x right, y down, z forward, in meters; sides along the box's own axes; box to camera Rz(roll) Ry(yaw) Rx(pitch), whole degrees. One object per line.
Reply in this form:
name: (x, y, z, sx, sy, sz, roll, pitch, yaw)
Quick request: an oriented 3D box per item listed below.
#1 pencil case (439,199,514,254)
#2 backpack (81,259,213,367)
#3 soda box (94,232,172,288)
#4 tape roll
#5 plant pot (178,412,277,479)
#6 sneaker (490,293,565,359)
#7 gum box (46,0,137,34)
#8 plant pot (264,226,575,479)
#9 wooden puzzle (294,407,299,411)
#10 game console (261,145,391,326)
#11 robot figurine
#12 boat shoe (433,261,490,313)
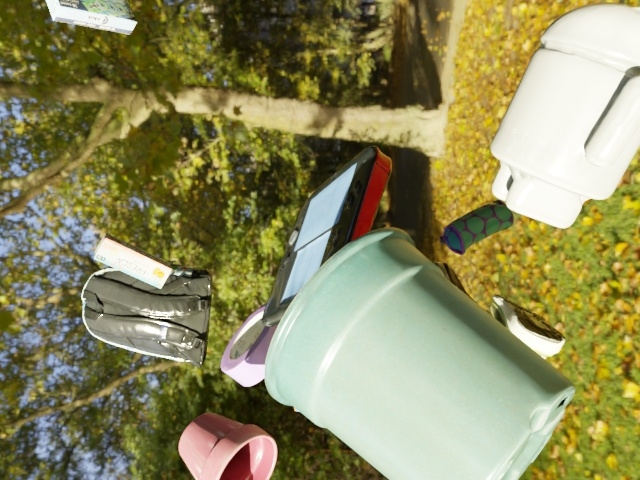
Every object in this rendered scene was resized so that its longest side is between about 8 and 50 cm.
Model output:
pencil case: (0.314, -0.026, 1.117, 0.064, 0.151, 0.070, 26, 135, 53)
backpack: (-0.498, 0.190, 1.618, 0.273, 0.355, 0.290, -133, 48, -74)
soda box: (-0.471, 0.052, 1.415, 0.063, 0.183, 0.058, -59, 25, 2)
tape roll: (-0.199, 0.329, 1.808, 0.090, 0.275, 0.275, 42, -157, -17)
plant pot: (-0.234, 0.513, 1.343, 0.201, 0.180, 0.201, -25, -55, -42)
sneaker: (0.501, 0.263, 1.486, 0.182, 0.158, 0.410, -62, -9, 8)
gum box: (-0.471, -0.505, 1.113, 0.157, 0.041, 0.184, -7, -112, -47)
plant pot: (0.153, 0.211, 0.828, 0.341, 0.334, 0.341, -32, -38, -29)
wooden puzzle: (0.052, 0.441, 1.629, 0.348, 0.322, 0.081, 161, 100, -71)
game console: (0.000, 0.000, 1.184, 0.386, 0.060, 0.342, -33, 30, 60)
robot figurine: (0.398, -0.201, 0.861, 0.300, 0.199, 0.354, -104, 34, -69)
boat shoe: (0.292, 0.156, 1.139, 0.095, 0.095, 0.257, 100, 164, -54)
